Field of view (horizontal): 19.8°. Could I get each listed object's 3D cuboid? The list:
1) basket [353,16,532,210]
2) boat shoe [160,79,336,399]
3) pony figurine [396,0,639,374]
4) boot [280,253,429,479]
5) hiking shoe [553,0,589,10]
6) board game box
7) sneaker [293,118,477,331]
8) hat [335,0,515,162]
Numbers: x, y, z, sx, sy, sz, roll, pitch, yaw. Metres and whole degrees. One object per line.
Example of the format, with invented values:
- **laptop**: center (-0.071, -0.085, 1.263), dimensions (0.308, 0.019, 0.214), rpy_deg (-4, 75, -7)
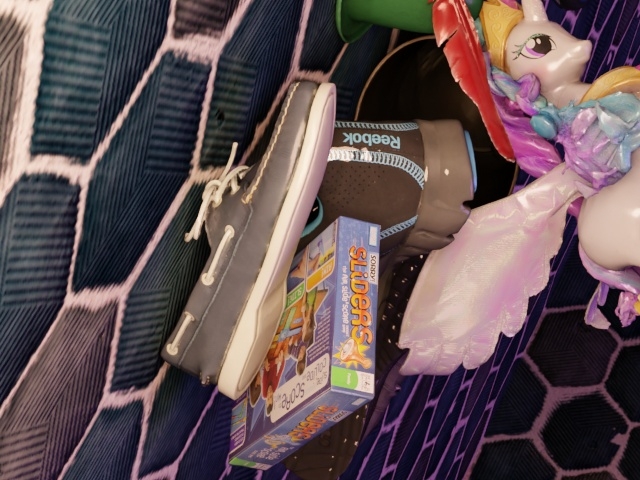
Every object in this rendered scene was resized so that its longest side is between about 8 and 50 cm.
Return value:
- **basket**: center (0.136, -0.124, 1.738), dimensions (0.227, 0.154, 0.204), rpy_deg (-49, 145, -62)
- **boat shoe**: center (-0.053, -0.006, 1.330), dimensions (0.095, 0.079, 0.254), rpy_deg (-50, 160, -59)
- **pony figurine**: center (0.247, -0.025, 1.501), dimensions (0.303, 0.363, 0.351), rpy_deg (-20, 127, -43)
- **boot**: center (0.066, 0.077, 1.898), dimensions (0.338, 0.118, 0.223), rpy_deg (-58, 173, 18)
- **hiking shoe**: center (0.352, -0.395, 2.168), dimensions (0.113, 0.132, 0.304), rpy_deg (-51, 159, -51)
- **board game box**: center (-0.015, 0.082, 1.382), dimensions (0.201, 0.035, 0.136), rpy_deg (139, -41, -58)
- **sneaker**: center (0.000, 0.000, 1.503), dimensions (0.341, 0.140, 0.125), rpy_deg (122, -31, -50)
- **hat**: center (0.126, -0.203, 1.480), dimensions (0.173, 0.183, 0.208), rpy_deg (-29, 139, -68)
